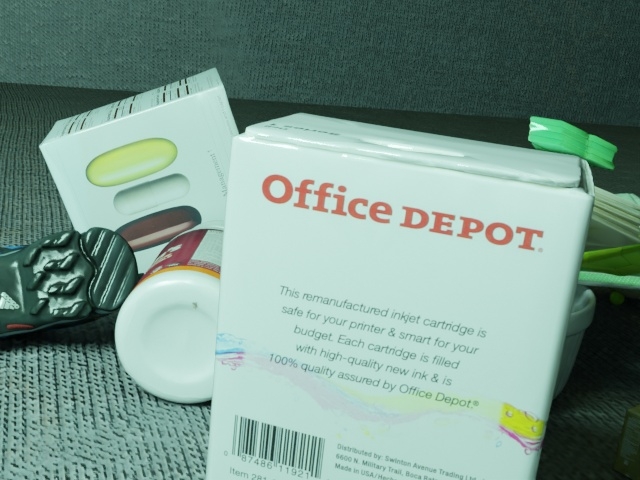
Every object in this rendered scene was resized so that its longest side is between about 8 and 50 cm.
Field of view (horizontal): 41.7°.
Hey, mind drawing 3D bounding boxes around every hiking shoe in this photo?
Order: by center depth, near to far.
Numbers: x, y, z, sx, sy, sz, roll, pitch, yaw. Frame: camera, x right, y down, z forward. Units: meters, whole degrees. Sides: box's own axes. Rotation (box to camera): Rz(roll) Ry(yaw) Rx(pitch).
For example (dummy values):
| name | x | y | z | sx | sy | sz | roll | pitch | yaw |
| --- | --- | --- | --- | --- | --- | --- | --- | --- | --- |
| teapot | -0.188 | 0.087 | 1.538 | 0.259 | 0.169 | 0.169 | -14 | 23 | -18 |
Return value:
| name | x | y | z | sx | sy | sz | roll | pitch | yaw |
| --- | --- | --- | --- | --- | --- | --- | --- | --- | --- |
| hiking shoe | -0.325 | 0.058 | 0.804 | 0.304 | 0.113 | 0.132 | -2 | -13 | -9 |

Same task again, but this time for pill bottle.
| name | x | y | z | sx | sy | sz | roll | pitch | yaw |
| --- | --- | --- | --- | --- | --- | --- | --- | --- | --- |
| pill bottle | -0.111 | 0.056 | 0.807 | 0.121 | 0.121 | 0.221 | 7 | 16 | 0 |

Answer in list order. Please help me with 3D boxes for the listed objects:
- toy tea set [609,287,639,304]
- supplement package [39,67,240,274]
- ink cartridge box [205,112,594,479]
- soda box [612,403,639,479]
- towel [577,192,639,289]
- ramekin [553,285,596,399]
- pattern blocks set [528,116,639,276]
| name | x | y | z | sx | sy | sz | roll | pitch | yaw |
| --- | --- | --- | --- | --- | --- | --- | --- | --- | --- |
| toy tea set | 0.504 | 0.076 | 1.071 | 0.200 | 0.124 | 0.336 | 32 | -3 | -33 |
| supplement package | -0.181 | -0.068 | 0.966 | 0.203 | 0.194 | 0.149 | -19 | 20 | -3 |
| ink cartridge box | 0.045 | 0.071 | 0.537 | 0.202 | 0.278 | 0.117 | 11 | 18 | 14 |
| soda box | 0.325 | 0.187 | 0.649 | 0.061 | 0.058 | 0.181 | -7 | 22 | -39 |
| towel | 0.313 | -0.011 | 0.959 | 0.248 | 0.038 | 0.325 | 4 | 17 | -4 |
| ramekin | 0.157 | 0.087 | 0.832 | 0.207 | 0.109 | 0.207 | 6 | 17 | -2 |
| pattern blocks set | 0.147 | -0.020 | 0.682 | 0.286 | 0.026 | 0.325 | 17 | -15 | -10 |
